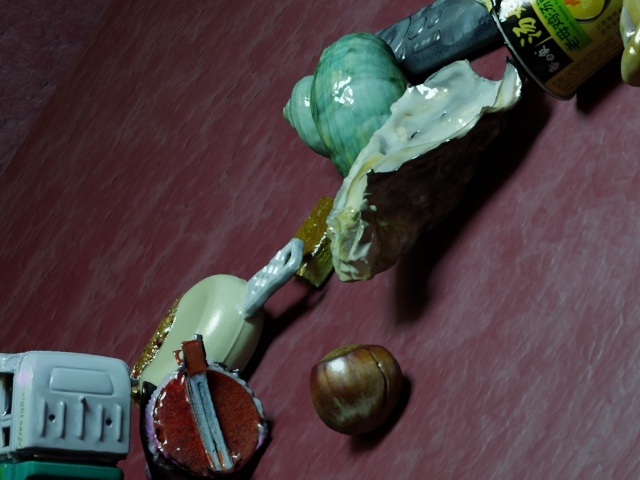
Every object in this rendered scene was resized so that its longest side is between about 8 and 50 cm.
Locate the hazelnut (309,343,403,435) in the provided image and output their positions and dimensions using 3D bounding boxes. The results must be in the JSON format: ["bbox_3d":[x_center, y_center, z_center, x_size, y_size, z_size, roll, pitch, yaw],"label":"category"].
[{"bbox_3d":[0.031,0.134,1.728,0.086,0.086,0.086,-45,22,23],"label":"hazelnut"}]

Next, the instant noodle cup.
[{"bbox_3d":[0.236,-0.219,1.766,0.122,0.151,0.151,-30,29,25],"label":"instant noodle cup"}]

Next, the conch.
[{"bbox_3d":[0.037,-0.141,2.098,0.188,0.122,0.175,175,101,-71],"label":"conch"}]

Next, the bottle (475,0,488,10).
[{"bbox_3d":[0.234,-0.301,1.881,0.201,0.072,0.072,-57,20,5],"label":"bottle"}]

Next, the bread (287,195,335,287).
[{"bbox_3d":[0.000,0.000,2.069,0.094,0.035,0.090,-56,20,-5],"label":"bread"}]

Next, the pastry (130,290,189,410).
[{"bbox_3d":[-0.169,0.120,2.208,0.169,0.063,0.087,-62,19,-20],"label":"pastry"}]

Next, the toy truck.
[{"bbox_3d":[-0.262,0.283,1.877,0.178,0.177,0.363,-26,60,59],"label":"toy truck"}]

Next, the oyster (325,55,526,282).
[{"bbox_3d":[0.107,-0.081,1.875,0.271,0.100,0.275,-48,8,8],"label":"oyster"}]

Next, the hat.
[{"bbox_3d":[-0.146,0.201,1.962,0.129,0.140,0.227,-34,-5,-30],"label":"hat"}]

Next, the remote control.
[{"bbox_3d":[0.134,-0.231,2.140,0.377,0.044,0.107,-20,35,56],"label":"remote control"}]

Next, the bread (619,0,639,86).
[{"bbox_3d":[0.337,-0.223,1.608,0.225,0.081,0.134,-40,28,31],"label":"bread"}]

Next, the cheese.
[{"bbox_3d":[-0.102,0.099,2.061,0.249,0.071,0.163,-31,33,52],"label":"cheese"}]
